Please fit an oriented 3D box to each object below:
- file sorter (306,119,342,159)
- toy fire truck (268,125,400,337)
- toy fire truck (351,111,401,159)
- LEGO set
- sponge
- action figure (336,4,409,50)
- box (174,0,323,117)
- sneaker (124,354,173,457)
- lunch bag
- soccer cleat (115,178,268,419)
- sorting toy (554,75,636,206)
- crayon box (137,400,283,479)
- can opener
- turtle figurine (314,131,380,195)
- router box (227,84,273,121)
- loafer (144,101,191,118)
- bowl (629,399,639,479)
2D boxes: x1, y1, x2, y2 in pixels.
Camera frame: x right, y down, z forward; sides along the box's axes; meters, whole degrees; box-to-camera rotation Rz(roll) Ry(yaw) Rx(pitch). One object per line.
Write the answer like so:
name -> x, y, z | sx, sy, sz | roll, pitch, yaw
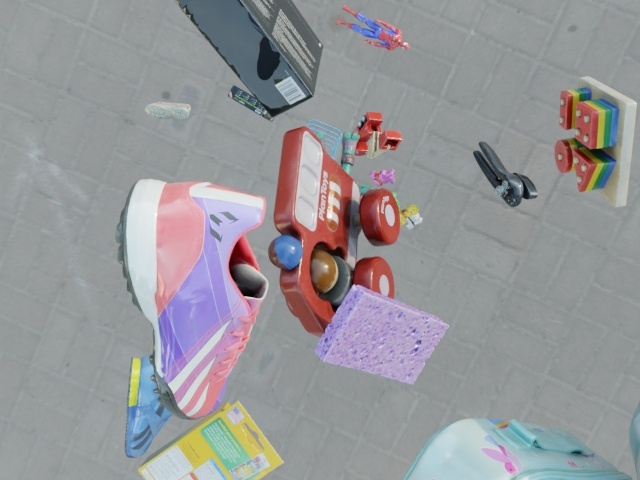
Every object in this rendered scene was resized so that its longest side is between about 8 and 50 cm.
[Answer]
file sorter -> -0.010, -0.292, 1.799 | 0.118, 0.170, 0.104 | 22, 80, -5
toy fire truck -> 0.000, 0.000, 0.931 | 0.170, 0.254, 0.301 | -7, 65, 31
toy fire truck -> 0.139, -0.266, 1.528 | 0.047, 0.192, 0.135 | 0, 64, -24
LEGO set -> 0.238, -0.110, 1.693 | 0.093, 0.087, 0.227 | -20, 123, 36
sponge -> 0.097, 0.146, 0.861 | 0.210, 0.031, 0.117 | 24, 101, -40
action figure -> 0.082, -0.315, 0.862 | 0.115, 0.030, 0.038 | 23, 116, -5
box -> -0.112, -0.378, 1.004 | 0.103, 0.184, 0.261 | -20, 129, 30
sneaker -> -0.231, 0.240, 0.803 | 0.082, 0.069, 0.209 | 4, 129, -19
lunch bag -> 0.179, 0.283, 0.558 | 0.279, 0.108, 0.223 | 19, 106, -40
soccer cleat -> -0.105, 0.078, 0.558 | 0.117, 0.108, 0.318 | 1, 133, -1
sorting toy -> 0.657, -0.243, 1.408 | 0.090, 0.257, 0.255 | -8, 118, 4
crayon box -> -0.278, 0.572, 1.490 | 0.323, 0.083, 0.203 | -35, 91, 4
can opener -> 0.367, -0.137, 1.183 | 0.073, 0.186, 0.059 | 6, 127, -32
turtle figurine -> 0.038, -0.121, 1.248 | 0.176, 0.118, 0.234 | 4, 67, -24
router box -> -0.192, -0.389, 1.628 | 0.123, 0.092, 0.038 | 33, 99, 11
loafer -> -0.419, -0.361, 1.579 | 0.125, 0.039, 0.045 | 6, 137, 6
bowl -> 0.383, 0.191, 0.454 | 0.163, 0.311, 0.311 | -29, 93, -16
